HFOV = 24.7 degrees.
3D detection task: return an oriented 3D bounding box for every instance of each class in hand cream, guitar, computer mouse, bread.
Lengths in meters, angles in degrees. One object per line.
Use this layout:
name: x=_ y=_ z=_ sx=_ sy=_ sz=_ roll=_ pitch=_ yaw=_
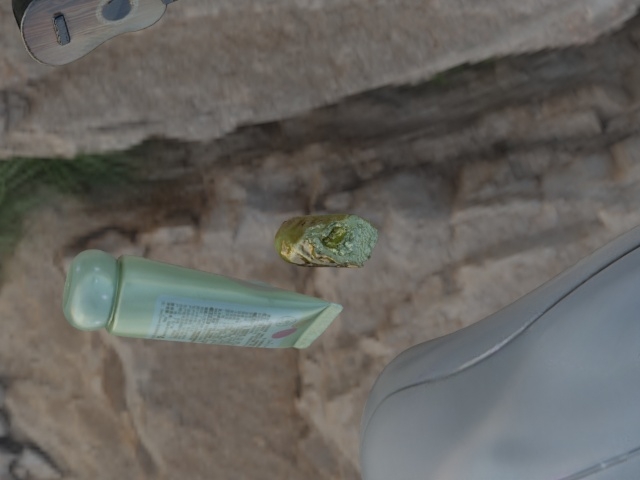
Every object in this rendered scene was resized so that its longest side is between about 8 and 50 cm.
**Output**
hand cream: x=-0.139 y=0.079 z=1.675 sx=0.306 sy=0.093 sz=0.147 roll=12 pitch=152 yaw=-15
guitar: x=-0.112 y=-0.210 z=1.175 sx=0.271 sy=0.038 sz=0.084 roll=-18 pitch=151 yaw=-8
computer mouse: x=0.131 y=0.097 z=0.688 sx=0.297 sy=0.184 sz=0.121 roll=-24 pitch=172 yaw=39
bread: x=0.000 y=0.000 z=1.566 sx=0.110 sy=0.066 sz=0.060 roll=1 pitch=113 yaw=36
